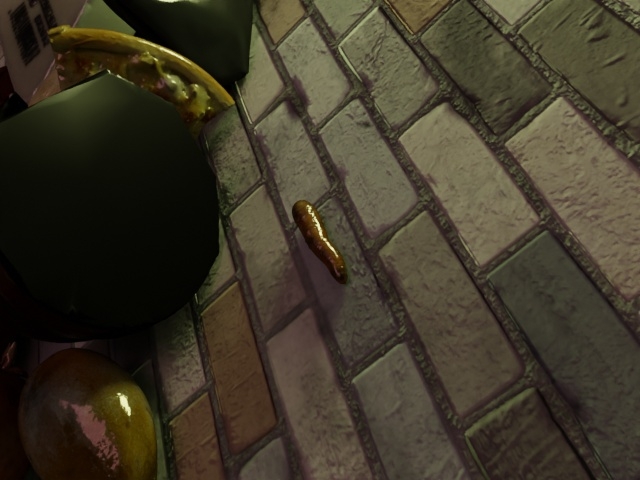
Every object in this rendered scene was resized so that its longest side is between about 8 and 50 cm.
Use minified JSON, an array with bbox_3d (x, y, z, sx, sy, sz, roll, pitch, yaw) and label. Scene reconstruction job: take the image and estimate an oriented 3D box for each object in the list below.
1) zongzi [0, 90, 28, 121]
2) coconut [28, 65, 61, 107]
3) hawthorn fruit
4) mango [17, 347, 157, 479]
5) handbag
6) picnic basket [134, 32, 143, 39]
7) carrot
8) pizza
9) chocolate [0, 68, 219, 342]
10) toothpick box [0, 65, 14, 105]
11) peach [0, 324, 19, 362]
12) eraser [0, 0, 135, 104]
[{"bbox_3d":[-0.638,-0.185,1.447,0.383,0.318,0.363,43,139,39],"label":"zongzi"},{"bbox_3d":[-0.416,-0.225,1.321,0.245,0.245,0.247,30,88,49],"label":"coconut"},{"bbox_3d":[-0.589,0.302,1.160,0.275,0.276,0.308,-3,51,43],"label":"hawthorn fruit"},{"bbox_3d":[-0.327,0.278,0.993,0.316,0.146,0.193,38,102,43],"label":"mango"},{"bbox_3d":[-0.263,-0.450,1.278,0.152,0.288,0.343,-25,51,32],"label":"handbag"},{"bbox_3d":[-0.542,-0.439,1.666,0.297,0.129,0.223,-44,44,16],"label":"picnic basket"},{"bbox_3d":[-0.001,0.001,0.932,0.035,0.035,0.165,-43,45,16],"label":"carrot"},{"bbox_3d":[-0.314,-0.224,1.175,0.223,0.323,0.089,-66,26,14],"label":"pizza"},{"bbox_3d":[-0.386,-0.021,1.086,0.331,0.383,0.384,-11,58,44],"label":"chocolate"},{"bbox_3d":[-0.836,-0.270,1.792,0.333,0.204,0.204,-32,47,28],"label":"toothpick box"},{"bbox_3d":[-0.749,0.191,1.330,0.307,0.332,0.308,25,120,54],"label":"peach"},{"bbox_3d":[-0.562,-0.448,1.492,0.331,0.150,0.332,-9,73,30],"label":"eraser"}]
